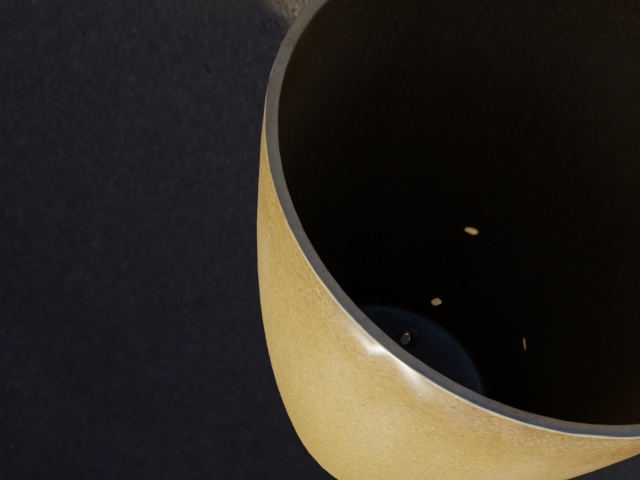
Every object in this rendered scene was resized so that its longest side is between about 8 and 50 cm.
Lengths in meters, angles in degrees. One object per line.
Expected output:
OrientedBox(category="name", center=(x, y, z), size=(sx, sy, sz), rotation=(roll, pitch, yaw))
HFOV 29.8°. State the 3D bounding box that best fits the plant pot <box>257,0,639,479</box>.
OrientedBox(category="plant pot", center=(0.065, 0.030, 0.581), size=(0.237, 0.237, 0.254), rotation=(5, 148, -13))
